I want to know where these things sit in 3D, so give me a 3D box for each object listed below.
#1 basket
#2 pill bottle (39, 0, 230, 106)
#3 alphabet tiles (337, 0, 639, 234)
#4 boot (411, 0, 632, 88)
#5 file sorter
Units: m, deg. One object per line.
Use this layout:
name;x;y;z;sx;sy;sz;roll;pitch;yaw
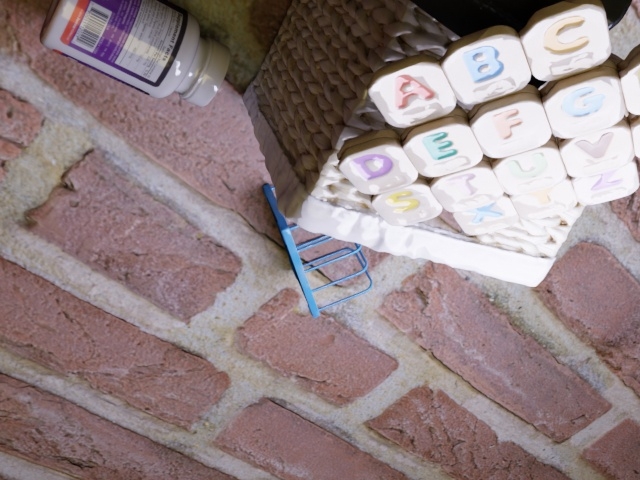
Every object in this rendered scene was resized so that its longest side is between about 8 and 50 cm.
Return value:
basket;0.123;-0.161;0.843;0.328;0.331;0.266;14;119;-24
pill bottle;-0.205;-0.228;0.837;0.193;0.108;0.108;23;117;-29
alphabet tiles;0.166;-0.079;0.612;0.284;0.021;0.278;-15;149;21
boot;0.079;-0.377;0.594;0.445;0.146;0.367;29;72;-2
file sorter;0.000;0.000;1.062;0.104;0.118;0.170;-21;129;-4
